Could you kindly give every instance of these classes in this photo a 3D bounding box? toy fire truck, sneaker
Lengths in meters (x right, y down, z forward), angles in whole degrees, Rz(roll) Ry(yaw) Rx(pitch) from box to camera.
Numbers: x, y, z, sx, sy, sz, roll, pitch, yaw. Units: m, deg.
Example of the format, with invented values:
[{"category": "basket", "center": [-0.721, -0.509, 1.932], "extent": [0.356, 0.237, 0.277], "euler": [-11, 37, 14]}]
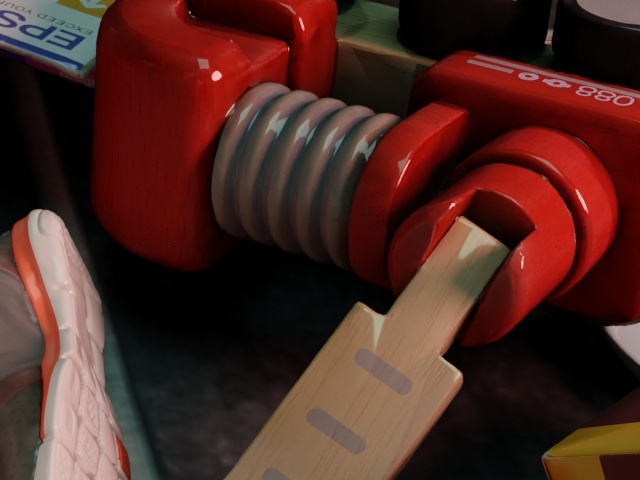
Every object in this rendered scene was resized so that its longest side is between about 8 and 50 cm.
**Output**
[{"category": "toy fire truck", "center": [0.000, 0.000, 0.692], "extent": [0.217, 0.158, 0.246], "euler": [17, 27, 22]}, {"category": "sneaker", "center": [-0.103, 0.056, 0.652], "extent": [0.065, 0.061, 0.158], "euler": [-18, 36, 3]}]

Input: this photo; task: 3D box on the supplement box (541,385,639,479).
[{"category": "supplement box", "center": [0.206, 0.076, 0.564], "extent": [0.191, 0.129, 0.194], "euler": [-10, 12, 45]}]

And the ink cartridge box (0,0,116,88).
[{"category": "ink cartridge box", "center": [-0.185, -0.160, 0.910], "extent": [0.324, 0.071, 0.330], "euler": [20, 33, 12]}]

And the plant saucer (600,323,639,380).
[{"category": "plant saucer", "center": [0.160, 0.039, 0.779], "extent": [0.119, 0.021, 0.119], "euler": [9, 34, -6]}]
